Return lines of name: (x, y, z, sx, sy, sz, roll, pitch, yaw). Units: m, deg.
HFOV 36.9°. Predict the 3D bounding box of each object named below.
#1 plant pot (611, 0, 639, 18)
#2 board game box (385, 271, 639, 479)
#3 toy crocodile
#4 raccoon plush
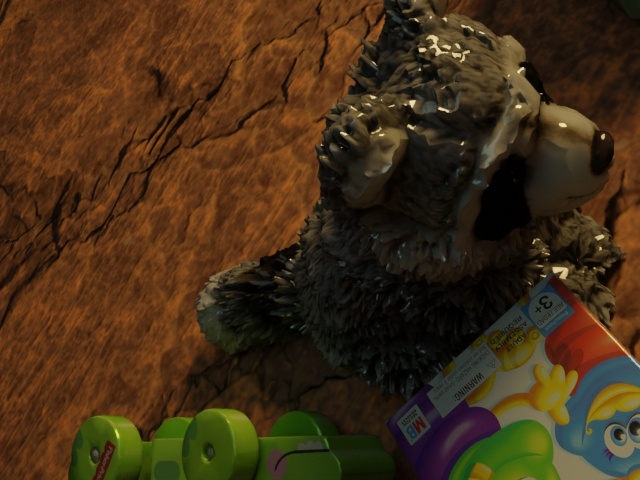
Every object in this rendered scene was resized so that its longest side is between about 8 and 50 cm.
plant pot: (0.256, -0.318, 0.796, 0.165, 0.166, 0.234, -26, 54, 25)
board game box: (0.179, 0.174, 0.519, 0.142, 0.144, 0.275, -44, 41, 8)
toy crocodile: (-0.091, 0.190, 0.766, 0.340, 0.115, 0.105, -12, 74, 37)
raccoon plush: (0.000, 0.000, 0.681, 0.446, 0.299, 0.216, -21, 50, 29)
